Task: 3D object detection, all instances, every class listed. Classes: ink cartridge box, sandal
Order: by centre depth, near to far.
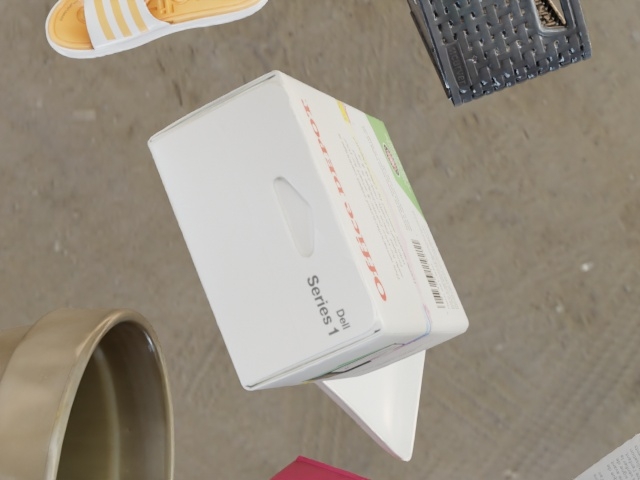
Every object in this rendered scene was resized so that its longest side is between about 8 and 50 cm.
[{"bbox_3d":[0.000,0.000,1.151,0.117,0.201,0.278,-25,170,15],"label":"ink cartridge box"},{"bbox_3d":[-0.191,-0.288,1.701,0.265,0.102,0.076,-14,153,-2],"label":"sandal"}]

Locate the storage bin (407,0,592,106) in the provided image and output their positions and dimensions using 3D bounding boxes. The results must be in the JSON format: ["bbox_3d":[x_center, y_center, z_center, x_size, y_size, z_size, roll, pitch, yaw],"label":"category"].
[{"bbox_3d":[0.084,-0.172,0.863,0.084,0.180,0.122,-19,121,5],"label":"storage bin"}]

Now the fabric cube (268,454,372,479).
[{"bbox_3d":[-0.008,0.436,1.674,0.258,0.254,0.259,-35,107,-24],"label":"fabric cube"}]

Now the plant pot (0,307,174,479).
[{"bbox_3d":[-0.298,0.207,1.229,0.280,0.323,0.323,4,129,10],"label":"plant pot"}]

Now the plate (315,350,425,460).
[{"bbox_3d":[0.027,0.085,1.745,0.045,0.278,0.277,-23,127,30],"label":"plate"}]

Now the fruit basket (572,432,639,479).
[{"bbox_3d":[0.370,0.243,1.084,0.165,0.327,0.353,1,144,-40],"label":"fruit basket"}]
